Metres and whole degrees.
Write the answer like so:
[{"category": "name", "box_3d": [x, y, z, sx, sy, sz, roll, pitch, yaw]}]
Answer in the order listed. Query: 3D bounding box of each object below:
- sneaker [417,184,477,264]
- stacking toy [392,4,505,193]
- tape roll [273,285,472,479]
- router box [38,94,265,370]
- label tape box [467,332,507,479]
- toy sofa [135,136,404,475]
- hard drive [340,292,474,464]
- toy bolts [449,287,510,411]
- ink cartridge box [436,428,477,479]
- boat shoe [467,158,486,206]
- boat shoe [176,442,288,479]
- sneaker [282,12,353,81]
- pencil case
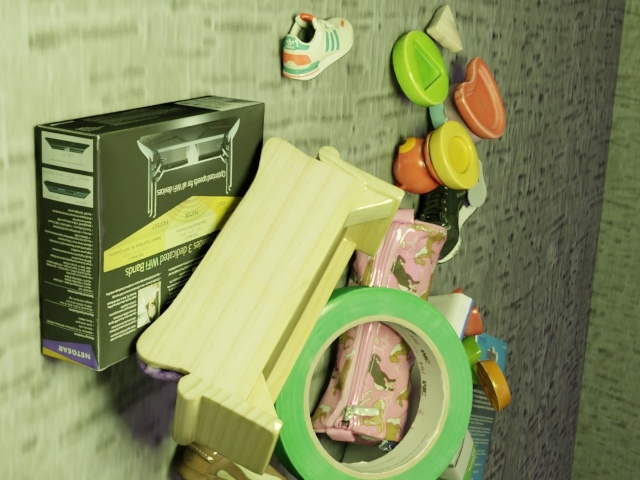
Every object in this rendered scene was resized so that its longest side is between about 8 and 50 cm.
[{"category": "sneaker", "box_3d": [0.215, -0.066, 1.876, 0.283, 0.107, 0.124, -58, 138, -49]}, {"category": "stacking toy", "box_3d": [0.192, -0.244, 1.791, 0.279, 0.130, 0.309, 60, 38, -16]}, {"category": "tape roll", "box_3d": [0.070, 0.228, 1.493, 0.321, 0.077, 0.321, 0, 90, -24]}, {"category": "router box", "box_3d": [-0.176, -0.023, 1.114, 0.309, 0.081, 0.243, -24, 121, -59]}, {"category": "label tape box", "box_3d": [0.295, 0.369, 2.167, 0.249, 0.115, 0.348, 26, 74, -63]}, {"category": "toy sofa", "box_3d": [-0.059, 0.065, 1.161, 0.362, 0.177, 0.150, -61, 174, -31]}, {"category": "hard drive", "box_3d": [0.149, 0.251, 1.747, 0.040, 0.210, 0.319, 28, 70, -23]}, {"category": "toy bolts", "box_3d": [0.239, 0.229, 1.913, 0.218, 0.158, 0.228, -123, -166, -64]}, {"category": "ink cartridge box", "box_3d": [0.197, 0.379, 1.917, 0.092, 0.160, 0.219, -66, 151, -28]}, {"category": "boat shoe", "box_3d": [0.287, -0.112, 1.880, 0.035, 0.035, 0.100, -100, 178, -66]}, {"category": "boat shoe", "box_3d": [-0.121, 0.329, 1.367, 0.095, 0.095, 0.257, -55, 141, -15]}, {"category": "sneaker", "box_3d": [-0.001, -0.285, 1.386, 0.161, 0.057, 0.075, -48, 146, -41]}, {"category": "pencil case", "box_3d": [0.096, 0.141, 1.638, 0.160, 0.167, 0.386, 16, 84, -26]}]
